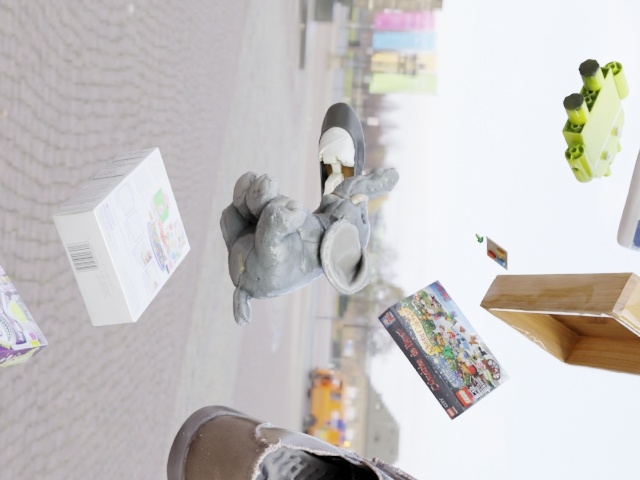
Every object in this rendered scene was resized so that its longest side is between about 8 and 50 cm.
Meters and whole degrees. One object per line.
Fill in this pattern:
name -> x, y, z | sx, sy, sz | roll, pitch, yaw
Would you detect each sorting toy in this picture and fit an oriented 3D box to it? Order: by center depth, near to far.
sorting toy -> 0.325, 0.019, 1.933 | 0.083, 0.012, 0.062 | 40, -22, 38

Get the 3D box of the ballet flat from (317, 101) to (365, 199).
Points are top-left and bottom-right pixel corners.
ballet flat -> 0.039, -0.137, 2.031 | 0.096, 0.095, 0.281 | -14, 101, -70

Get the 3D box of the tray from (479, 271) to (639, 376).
tray -> 0.431, 0.130, 1.592 | 0.076, 0.202, 0.411 | -58, -167, -10

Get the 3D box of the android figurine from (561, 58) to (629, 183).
android figurine -> 0.557, -0.233, 2.048 | 0.248, 0.056, 0.273 | -62, 142, -20

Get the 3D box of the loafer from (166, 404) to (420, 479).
loafer -> 0.024, 0.271, 0.984 | 0.130, 0.366, 0.134 | 2, -111, 55

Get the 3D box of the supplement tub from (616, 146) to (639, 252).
supplement tub -> 0.733, -0.059, 1.893 | 0.228, 0.316, 0.228 | 15, 90, -74

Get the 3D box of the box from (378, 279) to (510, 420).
box -> 0.232, 0.200, 1.898 | 0.159, 0.233, 0.044 | -25, 164, -45

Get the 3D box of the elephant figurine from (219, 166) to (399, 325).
elephant figurine -> 0.000, 0.000, 1.348 | 0.186, 0.239, 0.169 | -58, -139, 29

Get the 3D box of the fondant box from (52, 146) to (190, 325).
fondant box -> -0.382, -0.014, 2.007 | 0.330, 0.096, 0.238 | -62, 141, -61

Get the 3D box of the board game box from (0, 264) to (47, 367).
board game box -> -0.448, -0.011, 1.081 | 0.347, 0.056, 0.208 | 56, 21, 11
